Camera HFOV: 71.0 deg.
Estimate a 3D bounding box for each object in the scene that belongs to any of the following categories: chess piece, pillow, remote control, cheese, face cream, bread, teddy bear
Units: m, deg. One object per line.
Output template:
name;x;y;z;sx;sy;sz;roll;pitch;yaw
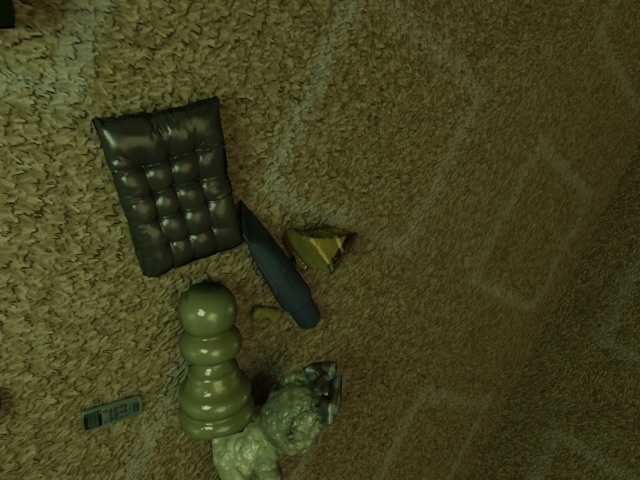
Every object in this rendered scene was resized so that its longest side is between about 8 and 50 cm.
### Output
chess piece;-0.242;0.254;1.012;0.182;0.182;0.331;-11;109;-33
pillow;-0.276;-0.101;0.879;0.228;0.101;0.327;-21;119;-25
remote control;-0.460;0.381;0.993;0.124;0.017;0.053;-6;112;-35
cheese;-0.139;0.191;1.143;0.083;0.030;0.044;15;94;-45
face cream;-0.098;0.080;1.082;0.086;0.136;0.385;-23;130;6
bread;0.000;0.000;1.099;0.152;0.147;0.127;-41;116;-24
teddy bear;-0.076;0.521;1.140;0.361;0.327;0.376;-17;112;1

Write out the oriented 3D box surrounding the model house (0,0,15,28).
model house;-0.503;-0.347;0.514;0.153;0.294;0.207;-11;116;-11
